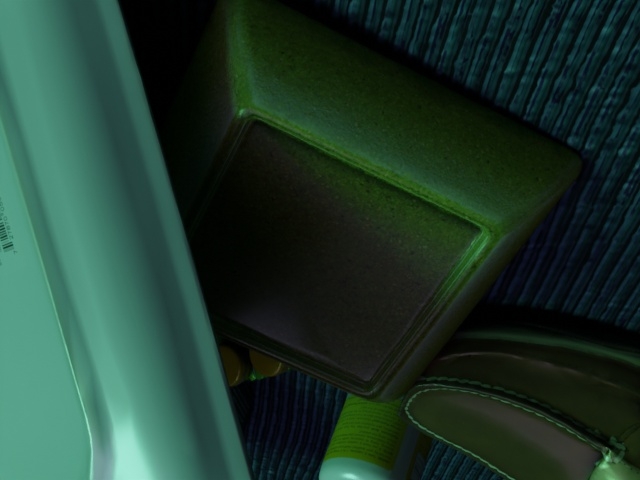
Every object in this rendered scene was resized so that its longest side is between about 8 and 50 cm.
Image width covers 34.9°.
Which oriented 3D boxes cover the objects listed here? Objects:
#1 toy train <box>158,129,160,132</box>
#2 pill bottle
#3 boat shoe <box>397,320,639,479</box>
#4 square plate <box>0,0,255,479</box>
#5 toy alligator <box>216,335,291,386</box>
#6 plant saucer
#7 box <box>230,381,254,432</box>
[{"bbox_3d":[-0.173,-0.029,0.600,0.105,0.080,0.184,31,145,-21],"label":"toy train"},{"bbox_3d":[0.037,0.143,0.670,0.065,0.116,0.065,16,144,12],"label":"pill bottle"},{"bbox_3d":[0.199,0.148,0.579,0.324,0.120,0.123,20,145,5],"label":"boat shoe"},{"bbox_3d":[-0.197,0.009,0.513,0.344,0.049,0.347,-14,93,42],"label":"square plate"},{"bbox_3d":[-0.015,0.056,0.649,0.189,0.056,0.051,-19,84,37],"label":"toy alligator"},{"bbox_3d":[0.000,0.000,0.500,0.188,0.045,0.188,25,126,-9],"label":"plant saucer"},{"bbox_3d":[-0.162,0.163,0.733,0.153,0.207,0.108,6,142,24],"label":"box"}]
